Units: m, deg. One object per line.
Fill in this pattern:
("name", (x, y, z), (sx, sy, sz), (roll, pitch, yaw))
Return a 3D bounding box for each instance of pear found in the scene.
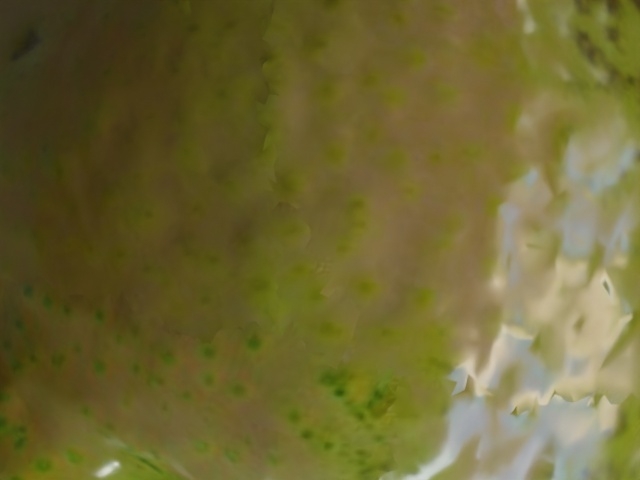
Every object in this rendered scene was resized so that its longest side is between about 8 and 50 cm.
("pear", (0.000, 0.000, 0.661), (0.391, 0.391, 0.391), (-32, 164, -10))
